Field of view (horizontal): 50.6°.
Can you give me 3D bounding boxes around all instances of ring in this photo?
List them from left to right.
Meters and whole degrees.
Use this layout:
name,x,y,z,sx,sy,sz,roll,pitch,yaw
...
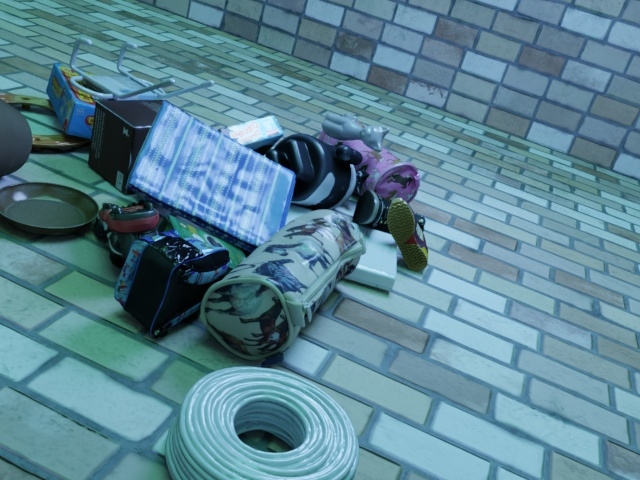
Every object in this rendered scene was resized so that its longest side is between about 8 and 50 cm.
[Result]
name,x,y,z,sx,sy,sz,roll,pitch,yaw
ring,-0.735,-0.300,1.722,0.336,0.032,0.337,14,26,-7

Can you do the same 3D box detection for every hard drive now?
name,x,y,z,sx,sy,sz,roll,pitch,yaw
hard drive,0.000,0.000,1.551,0.352,0.047,0.233,17,25,-1

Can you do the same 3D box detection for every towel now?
name,x,y,z,sx,sy,sz,roll,pitch,yaw
towel,-0.211,-0.127,1.407,0.335,0.040,0.243,28,52,-21

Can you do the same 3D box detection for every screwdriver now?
name,x,y,z,sx,sy,sz,roll,pitch,yaw
screwdriver,-0.463,-0.046,1.397,0.025,0.024,0.170,-25,33,-15

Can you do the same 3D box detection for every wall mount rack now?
name,x,y,z,sx,sy,sz,roll,pitch,yaw
wall mount rack,-0.472,-0.429,1.788,0.304,0.131,0.350,30,21,12

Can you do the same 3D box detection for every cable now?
name,x,y,z,sx,sy,sz,roll,pitch,yaw
cable,-0.076,0.272,0.904,0.257,0.089,0.257,16,26,-3

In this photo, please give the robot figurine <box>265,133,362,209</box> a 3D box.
name,x,y,z,sx,sy,sz,roll,pitch,yaw
robot figurine,-0.024,-0.169,1.679,0.209,0.174,0.278,21,5,29

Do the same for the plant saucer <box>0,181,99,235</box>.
name,x,y,z,sx,sy,sz,roll,pitch,yaw
plant saucer,-0.545,-0.059,1.347,0.198,0.036,0.199,13,26,-7

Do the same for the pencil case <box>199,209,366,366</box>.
name,x,y,z,sx,sy,sz,roll,pitch,yaw
pencil case,-0.046,0.068,1.249,0.183,0.160,0.410,8,22,19

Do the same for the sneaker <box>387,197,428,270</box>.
name,x,y,z,sx,sy,sz,roll,pitch,yaw
sneaker,0.204,-0.022,1.596,0.069,0.186,0.084,-15,20,15

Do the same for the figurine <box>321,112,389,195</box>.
name,x,y,z,sx,sy,sz,roll,pitch,yaw
figurine,0.077,-0.240,1.853,0.092,0.215,0.209,23,3,-46

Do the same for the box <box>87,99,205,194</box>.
name,x,y,z,sx,sy,sz,roll,pitch,yaw
box,-0.414,-0.229,1.614,0.167,0.169,0.203,34,30,32

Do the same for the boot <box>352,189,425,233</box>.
name,x,y,z,sx,sy,sz,roll,pitch,yaw
boot,0.181,-0.058,1.676,0.178,0.085,0.236,17,0,-5

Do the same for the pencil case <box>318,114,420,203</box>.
name,x,y,z,sx,sy,sz,roll,pitch,yaw
pencil case,0.136,-0.227,1.965,0.160,0.167,0.386,27,16,-37

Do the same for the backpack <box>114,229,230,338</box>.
name,x,y,z,sx,sy,sz,roll,pitch,yaw
backpack,-0.241,0.059,1.155,0.116,0.158,0.173,34,27,18

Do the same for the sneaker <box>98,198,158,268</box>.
name,x,y,z,sx,sy,sz,roll,pitch,yaw
sneaker,-0.363,-0.008,1.292,0.097,0.135,0.276,-9,10,-21

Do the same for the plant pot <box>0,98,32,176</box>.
name,x,y,z,sx,sy,sz,roll,pitch,yaw
plant pot,-0.712,-0.211,1.349,0.263,0.263,0.229,22,9,11

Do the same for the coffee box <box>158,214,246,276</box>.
name,x,y,z,sx,sy,sz,roll,pitch,yaw
coffee box,-0.215,0.026,1.297,0.184,0.040,0.113,28,15,-37

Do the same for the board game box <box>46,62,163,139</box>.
name,x,y,z,sx,sy,sz,roll,pitch,yaw
board game box,-0.546,-0.346,1.810,0.301,0.086,0.308,10,25,-37

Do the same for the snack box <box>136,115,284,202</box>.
name,x,y,z,sx,sy,sz,roll,pitch,yaw
snack box,-0.256,-0.188,1.559,0.321,0.187,0.060,-24,82,-40
